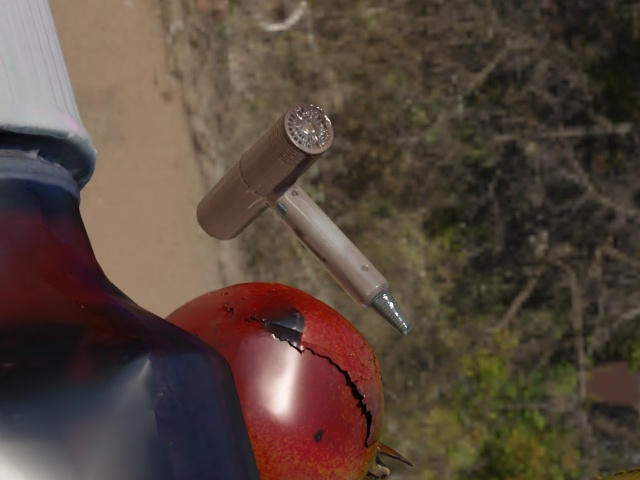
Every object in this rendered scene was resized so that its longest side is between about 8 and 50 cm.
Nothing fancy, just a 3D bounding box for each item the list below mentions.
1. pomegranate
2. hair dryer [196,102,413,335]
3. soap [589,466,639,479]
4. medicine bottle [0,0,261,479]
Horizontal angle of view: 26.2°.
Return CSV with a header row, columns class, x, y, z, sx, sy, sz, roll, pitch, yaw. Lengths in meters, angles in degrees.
class,x,y,z,sx,sy,sz,roll,pitch,yaw
pomegranate,-0.043,0.143,1.101,0.235,0.210,0.210,39,37,-26
hair dryer,-0.004,0.007,1.265,0.053,0.195,0.220,-36,89,-37
soap,0.318,0.306,1.303,0.304,0.338,0.169,-25,92,-53
medicine bottle,-0.151,0.062,0.592,0.242,0.242,0.395,49,28,-72
